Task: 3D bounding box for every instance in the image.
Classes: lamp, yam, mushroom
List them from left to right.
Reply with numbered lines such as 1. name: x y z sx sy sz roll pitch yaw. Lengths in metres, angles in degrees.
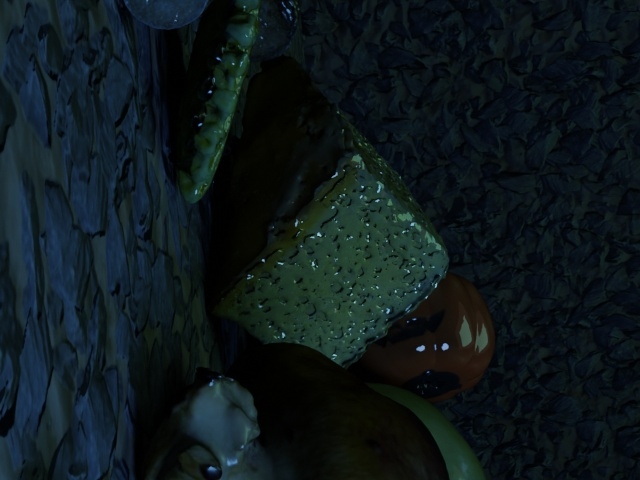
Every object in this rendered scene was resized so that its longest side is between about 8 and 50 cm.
1. yam: -0.119 -0.222 0.957 0.141 0.079 0.079 -82 168 -69
2. yam: -0.075 -0.329 1.403 0.279 0.131 0.131 -86 172 -55
3. mushroom: -0.047 0.229 0.968 0.345 0.260 0.345 -170 -90 -69
4. lamp: 0.120 0.112 1.430 0.187 0.188 0.163 80 1 -59

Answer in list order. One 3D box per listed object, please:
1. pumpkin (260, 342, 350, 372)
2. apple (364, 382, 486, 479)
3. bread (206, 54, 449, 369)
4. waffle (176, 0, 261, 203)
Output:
1. pumpkin: 0.011 0.214 1.609 0.320 0.192 0.320 -3 90 -86
2. apple: 0.025 0.293 1.329 0.233 0.295 0.258 50 -12 7
3. bread: -0.032 -0.033 1.356 0.248 0.279 0.315 38 3 -35
4. waffle: -0.095 -0.163 1.076 0.214 0.054 0.207 116 -15 -46
